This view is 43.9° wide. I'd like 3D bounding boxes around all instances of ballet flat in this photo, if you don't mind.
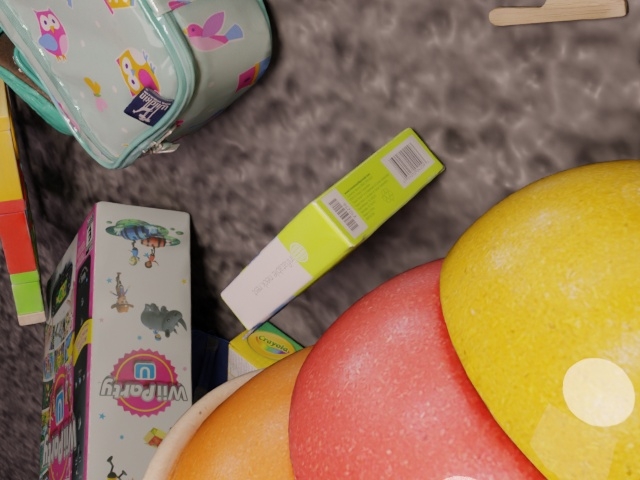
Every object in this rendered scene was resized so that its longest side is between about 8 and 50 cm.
[{"bbox_3d":[-0.282,-0.182,0.714,0.247,0.083,0.087,47,154,-23],"label":"ballet flat"}]

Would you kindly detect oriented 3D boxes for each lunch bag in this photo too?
[{"bbox_3d":[-0.172,-0.193,0.604,0.224,0.108,0.279,-24,99,52],"label":"lunch bag"},{"bbox_3d":[-0.127,0.139,0.822,0.067,0.098,0.065,23,154,-25],"label":"lunch bag"}]

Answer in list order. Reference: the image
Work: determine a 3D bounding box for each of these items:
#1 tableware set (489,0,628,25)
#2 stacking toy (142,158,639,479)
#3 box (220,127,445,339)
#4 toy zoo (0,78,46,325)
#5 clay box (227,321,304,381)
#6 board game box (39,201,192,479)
[{"bbox_3d":[0.140,-0.159,0.352,0.194,0.039,0.128,10,124,43],"label":"tableware set"},{"bbox_3d":[0.143,0.086,0.385,0.350,0.350,0.480,44,124,14],"label":"stacking toy"},{"bbox_3d":[0.000,0.000,0.565,0.042,0.109,0.178,49,142,1],"label":"box"},{"bbox_3d":[-0.335,-0.081,0.847,0.192,0.030,0.293,-122,28,-49],"label":"toy zoo"},{"bbox_3d":[0.007,0.184,0.743,0.222,0.053,0.127,33,138,25],"label":"clay box"},{"bbox_3d":[-0.206,0.146,0.780,0.224,0.097,0.303,-39,51,53],"label":"board game box"}]
